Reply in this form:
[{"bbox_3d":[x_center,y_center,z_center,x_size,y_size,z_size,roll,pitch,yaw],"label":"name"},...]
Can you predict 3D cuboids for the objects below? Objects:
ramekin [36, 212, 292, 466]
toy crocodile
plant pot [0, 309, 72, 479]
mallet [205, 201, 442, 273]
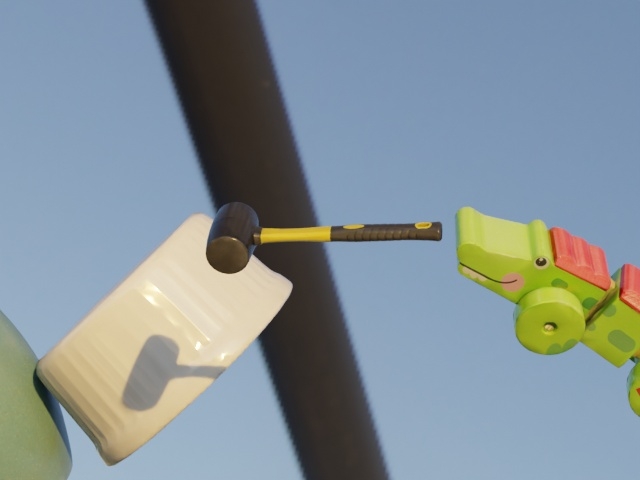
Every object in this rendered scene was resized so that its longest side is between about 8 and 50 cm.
[{"bbox_3d":[-0.173,0.097,1.643,0.135,0.277,0.277,46,-32,-6],"label":"ramekin"},{"bbox_3d":[0.269,0.064,1.415,0.340,0.115,0.105,30,-59,-11],"label":"toy crocodile"},{"bbox_3d":[-0.387,0.234,1.673,0.195,0.290,0.290,42,-32,-10],"label":"plant pot"},{"bbox_3d":[0.000,0.000,1.223,0.190,0.062,0.039,2,-58,15],"label":"mallet"}]
